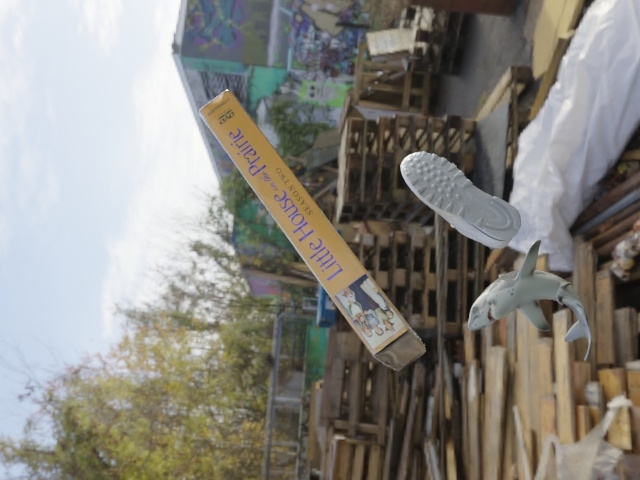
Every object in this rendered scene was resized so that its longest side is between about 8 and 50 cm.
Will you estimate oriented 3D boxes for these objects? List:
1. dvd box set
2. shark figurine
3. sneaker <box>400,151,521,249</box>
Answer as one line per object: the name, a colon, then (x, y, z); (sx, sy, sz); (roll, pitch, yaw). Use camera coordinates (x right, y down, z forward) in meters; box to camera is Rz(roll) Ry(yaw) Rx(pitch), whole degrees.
dvd box set: (0.000, 0.000, 0.926); (0.420, 0.062, 0.307); (54, -178, 21)
shark figurine: (0.359, 0.089, 1.036); (0.116, 0.278, 0.166); (19, 92, 63)
sneaker: (0.236, -0.064, 1.094); (0.090, 0.235, 0.095); (-48, -10, -13)
